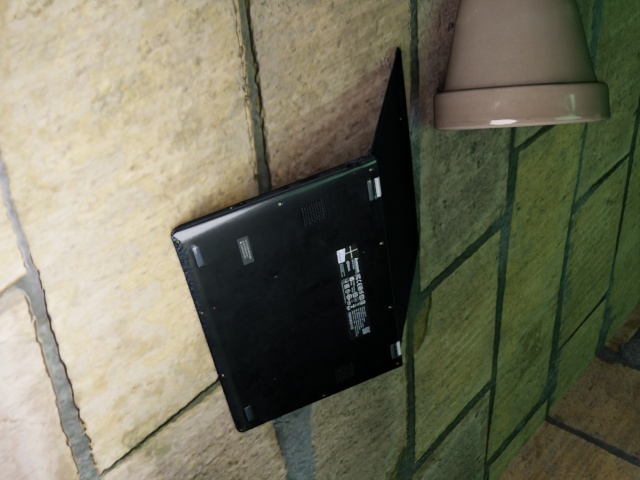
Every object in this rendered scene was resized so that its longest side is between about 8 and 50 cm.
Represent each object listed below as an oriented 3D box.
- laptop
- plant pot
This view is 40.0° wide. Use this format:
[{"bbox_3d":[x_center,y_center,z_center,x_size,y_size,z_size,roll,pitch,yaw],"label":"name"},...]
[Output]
[{"bbox_3d":[0.000,0.000,1.243,0.408,0.236,0.382,-21,131,-12],"label":"laptop"},{"bbox_3d":[0.298,-0.285,1.317,0.263,0.263,0.229,-12,102,-52],"label":"plant pot"}]
